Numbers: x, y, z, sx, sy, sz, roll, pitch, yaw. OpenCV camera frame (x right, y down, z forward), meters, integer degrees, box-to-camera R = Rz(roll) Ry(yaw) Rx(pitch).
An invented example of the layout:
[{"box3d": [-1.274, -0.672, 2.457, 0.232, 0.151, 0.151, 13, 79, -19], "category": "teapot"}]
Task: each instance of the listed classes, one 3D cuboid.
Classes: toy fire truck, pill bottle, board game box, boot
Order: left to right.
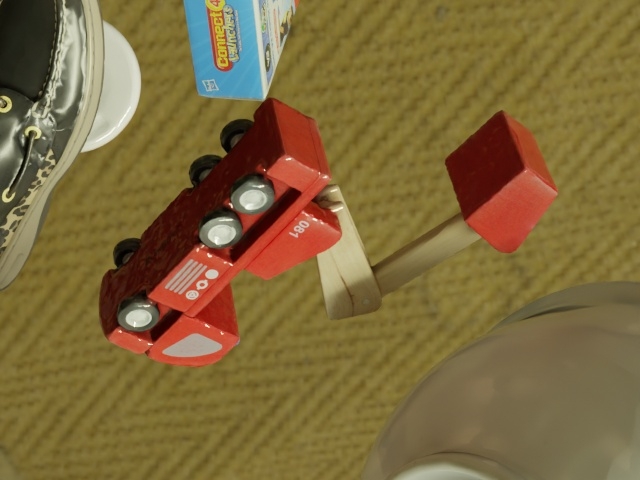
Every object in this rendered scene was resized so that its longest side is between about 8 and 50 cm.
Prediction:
[{"box3d": [-0.376, -0.099, 1.293, 0.284, 0.138, 0.377, -8, 132, -52], "category": "boot"}, {"box3d": [-0.299, -0.188, 1.651, 0.161, 0.283, 0.161, -1, 95, -8], "category": "pill bottle"}, {"box3d": [-0.090, -0.379, 1.624, 0.086, 0.302, 0.308, 4, 132, 9], "category": "board game box"}, {"box3d": [0.000, 0.000, 0.642, 0.135, 0.047, 0.192, 27, 122, -32], "category": "toy fire truck"}]

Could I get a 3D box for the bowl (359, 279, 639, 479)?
[{"box3d": [0.106, 0.164, 0.630, 0.134, 0.298, 0.298, 3, 133, -42], "category": "bowl"}]
